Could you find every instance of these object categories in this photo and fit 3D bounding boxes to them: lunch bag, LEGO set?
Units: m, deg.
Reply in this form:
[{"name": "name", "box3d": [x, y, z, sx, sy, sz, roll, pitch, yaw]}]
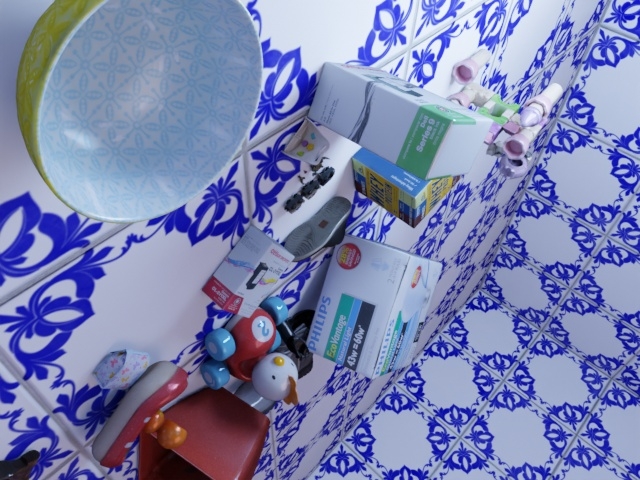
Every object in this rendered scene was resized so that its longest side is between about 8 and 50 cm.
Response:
[{"name": "lunch bag", "box3d": [-0.373, 0.239, 1.015, 0.083, 0.053, 0.071, -44, 154, 4]}, {"name": "LEGO set", "box3d": [-0.018, -0.159, 1.169, 0.083, 0.023, 0.054, -27, 145, -21]}]

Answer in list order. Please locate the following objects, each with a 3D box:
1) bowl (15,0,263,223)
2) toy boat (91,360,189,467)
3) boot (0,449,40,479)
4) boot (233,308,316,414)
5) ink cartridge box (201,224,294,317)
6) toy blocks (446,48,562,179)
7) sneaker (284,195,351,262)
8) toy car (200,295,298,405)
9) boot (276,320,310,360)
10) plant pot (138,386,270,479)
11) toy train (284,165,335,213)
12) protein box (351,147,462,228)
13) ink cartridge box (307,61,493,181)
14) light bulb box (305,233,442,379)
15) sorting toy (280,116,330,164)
[{"name": "bowl", "box3d": [-0.223, -0.181, 0.615, 0.289, 0.156, 0.290, -41, 153, -26]}, {"name": "toy boat", "box3d": [-0.336, 0.362, 1.079, 0.231, 0.151, 0.151, -55, -172, 4]}, {"name": "boot", "box3d": [-0.566, 0.439, 0.960, 0.106, 0.037, 0.114, -4, 130, -56]}, {"name": "boot", "box3d": [-0.130, 0.339, 1.531, 0.338, 0.118, 0.223, -36, 144, -47]}, {"name": "ink cartridge box", "box3d": [-0.152, 0.069, 1.158, 0.175, 0.072, 0.127, -53, 155, -1]}, {"name": "toy blocks", "box3d": [0.454, -0.306, 1.491, 0.260, 0.288, 0.309, -43, 156, -29]}, {"name": "sneaker", "box3d": [0.000, 0.000, 1.323, 0.222, 0.083, 0.118, -42, 153, -26]}, {"name": "toy car", "box3d": [-0.127, 0.296, 1.296, 0.219, 0.238, 0.211, -28, 145, -43]}, {"name": "boot", "box3d": [-0.078, 0.259, 1.420, 0.045, 0.121, 0.099, -32, -170, -16]}, {"name": "plant pot", "box3d": [-0.272, 0.532, 1.349, 0.235, 0.267, 0.267, -42, 155, -48]}, {"name": "toy train", "box3d": [-0.024, -0.112, 1.207, 0.158, 0.027, 0.036, -43, 164, -23]}, {"name": "protein box", "box3d": [0.219, -0.181, 1.333, 0.201, 0.199, 0.136, -45, 153, -17]}, {"name": "ink cartridge box", "box3d": [0.153, -0.238, 1.045, 0.211, 0.289, 0.122, -17, 134, -52]}, {"name": "light bulb box", "box3d": [0.171, 0.189, 1.605, 0.361, 0.225, 0.358, 11, 96, -63]}, {"name": "sorting toy", "box3d": [-0.021, -0.186, 1.056, 0.083, 0.075, 0.045, -54, 155, 2]}]
